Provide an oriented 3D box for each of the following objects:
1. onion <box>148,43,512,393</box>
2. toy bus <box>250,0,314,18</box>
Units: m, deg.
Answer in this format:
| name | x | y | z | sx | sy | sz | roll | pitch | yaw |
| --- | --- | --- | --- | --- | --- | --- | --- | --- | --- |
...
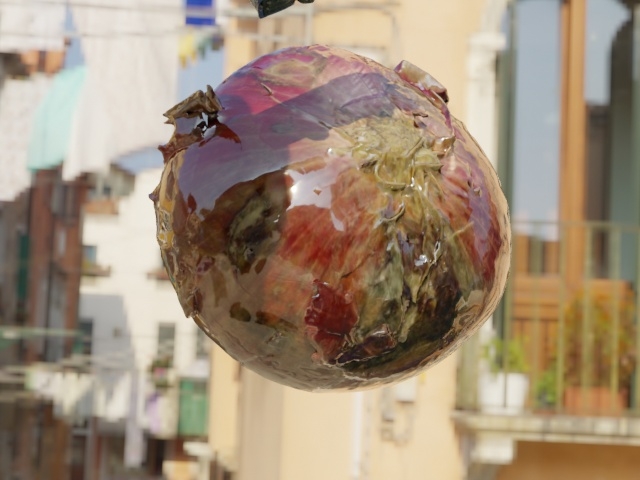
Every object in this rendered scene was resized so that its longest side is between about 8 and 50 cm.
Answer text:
| name | x | y | z | sx | sy | sz | roll | pitch | yaw |
| --- | --- | --- | --- | --- | --- | --- | --- | --- | --- |
| onion | 0.006 | -0.025 | 1.435 | 0.353 | 0.354 | 0.353 | 3 | -6 | 0 |
| toy bus | 0.007 | -0.228 | 1.189 | 0.153 | 0.061 | 0.051 | -34 | -11 | -10 |
